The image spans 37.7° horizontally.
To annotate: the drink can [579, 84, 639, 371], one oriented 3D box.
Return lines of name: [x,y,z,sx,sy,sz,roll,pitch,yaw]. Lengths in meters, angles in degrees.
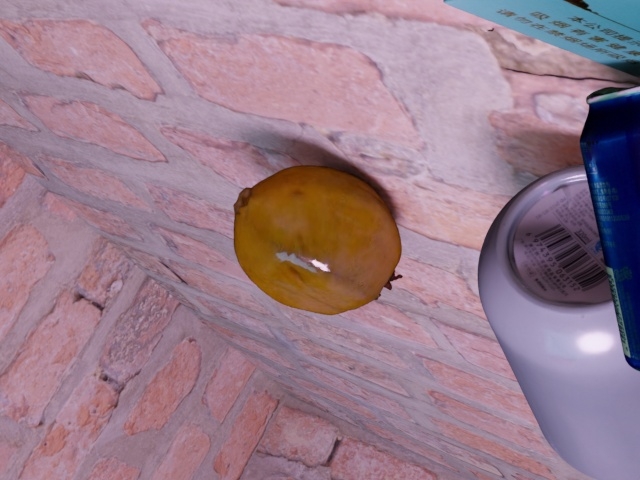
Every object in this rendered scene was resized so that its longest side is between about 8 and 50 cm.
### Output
drink can: [0.249,-0.011,0.639,0.118,0.118,0.205,-3,103,62]

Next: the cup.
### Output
cup: [0.269,0.079,0.862,0.205,0.205,0.312,20,159,34]

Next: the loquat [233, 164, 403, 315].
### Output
loquat: [0.000,0.000,1.161,0.234,0.176,0.187,25,166,-15]

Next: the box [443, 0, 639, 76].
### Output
box: [0.193,-0.142,0.512,0.162,0.041,0.229,14,177,-23]
